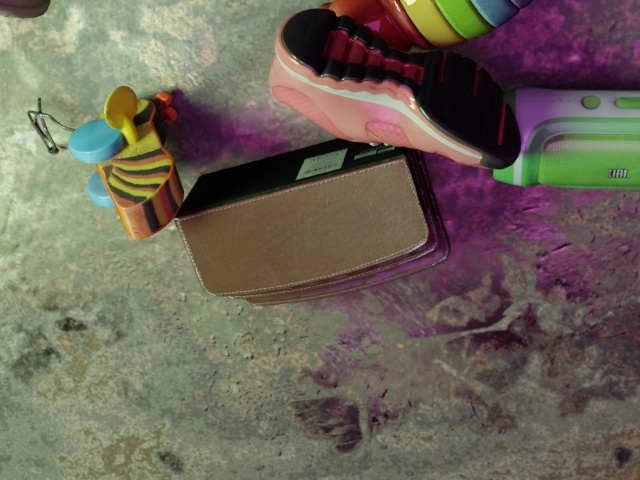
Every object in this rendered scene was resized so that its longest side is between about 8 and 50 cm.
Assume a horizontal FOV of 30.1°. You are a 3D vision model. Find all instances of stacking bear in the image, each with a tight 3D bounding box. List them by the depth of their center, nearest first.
[{"bbox_3d":[0.136,-0.297,1.405,0.289,0.164,0.175,-28,105,22],"label":"stacking bear"}]

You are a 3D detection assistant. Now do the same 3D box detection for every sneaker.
[{"bbox_3d":[0.084,-0.161,1.397,0.314,0.115,0.136,24,149,-8],"label":"sneaker"}]

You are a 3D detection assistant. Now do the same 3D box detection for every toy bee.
[{"bbox_3d":[-0.241,-0.130,1.507,0.162,0.195,0.298,-31,65,-17],"label":"toy bee"}]

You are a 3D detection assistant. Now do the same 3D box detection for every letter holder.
[{"bbox_3d":[0.000,0.000,1.539,0.302,0.152,0.214,-14,110,13],"label":"letter holder"}]

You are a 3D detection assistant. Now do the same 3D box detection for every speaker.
[{"bbox_3d":[0.361,-0.124,1.451,0.297,0.131,0.131,1,111,8],"label":"speaker"}]

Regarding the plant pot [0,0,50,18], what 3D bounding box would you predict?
[{"bbox_3d":[-0.387,-0.466,1.320,0.334,0.334,0.305,32,109,-5],"label":"plant pot"}]
